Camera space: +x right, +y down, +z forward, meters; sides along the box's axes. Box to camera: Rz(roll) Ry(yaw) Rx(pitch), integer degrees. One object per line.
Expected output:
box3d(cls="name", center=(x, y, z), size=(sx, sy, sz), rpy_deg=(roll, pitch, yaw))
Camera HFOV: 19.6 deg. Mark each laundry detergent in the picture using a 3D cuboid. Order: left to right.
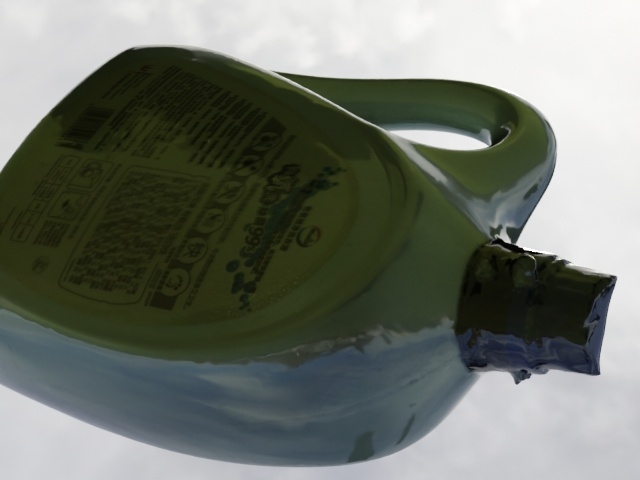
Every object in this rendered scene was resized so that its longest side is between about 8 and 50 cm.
box3d(cls="laundry detergent", center=(0.000, 0.000, 0.794), size=(0.280, 0.105, 0.215), rpy_deg=(6, -135, 30))
